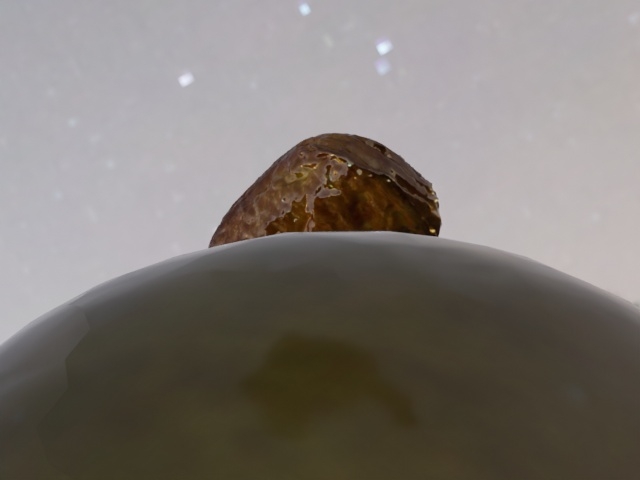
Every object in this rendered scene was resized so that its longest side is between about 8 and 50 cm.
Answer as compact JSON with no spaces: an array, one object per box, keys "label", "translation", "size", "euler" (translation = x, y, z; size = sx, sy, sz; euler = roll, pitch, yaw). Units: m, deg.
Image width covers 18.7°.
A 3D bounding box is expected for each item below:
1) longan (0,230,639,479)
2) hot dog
[{"label":"longan","translation":[0.011,0.136,0.440],"size":[0.297,0.297,0.297],"euler":[-24,-20,-10]},{"label":"hot dog","translation":[0.001,0.002,1.089],"size":[0.147,0.099,0.065],"euler":[-45,18,26]}]
